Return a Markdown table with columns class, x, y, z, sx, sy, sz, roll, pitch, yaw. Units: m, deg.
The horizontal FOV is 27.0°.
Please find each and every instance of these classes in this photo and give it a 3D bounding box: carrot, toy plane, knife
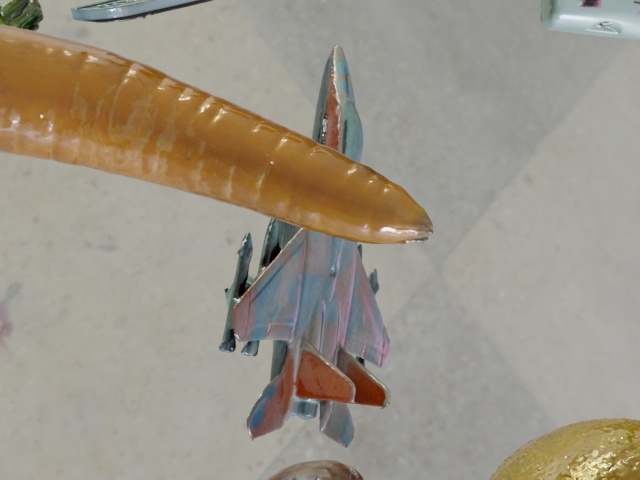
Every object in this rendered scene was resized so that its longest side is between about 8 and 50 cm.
| class | x | y | z | sx | sy | sz | roll | pitch | yaw |
| --- | --- | --- | --- | --- | --- | --- | --- | --- | --- |
| carrot | -0.082 | -0.051 | 0.584 | 0.271 | 0.066 | 0.062 | 14 | 82 | -2 |
| toy plane | -0.006 | 0.001 | 1.085 | 0.223 | 0.104 | 0.326 | 17 | 67 | -54 |
| knife | -0.073 | -0.180 | 0.944 | 0.210 | 0.015 | 0.028 | -19 | 40 | -23 |

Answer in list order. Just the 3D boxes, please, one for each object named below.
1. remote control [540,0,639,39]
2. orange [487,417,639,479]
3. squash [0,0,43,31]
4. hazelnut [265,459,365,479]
| class | x | y | z | sx | sy | sz | roll | pitch | yaw |
| --- | --- | --- | --- | --- | --- | --- | --- | --- | --- |
| remote control | 0.145 | -0.187 | 0.667 | 0.065 | 0.029 | 0.166 | 5 | 86 | -12 |
| orange | 0.253 | 0.289 | 1.159 | 0.274 | 0.274 | 0.274 | 23 | 53 | -33 |
| squash | -0.373 | -0.109 | 1.208 | 0.071 | 0.318 | 0.080 | 47 | 14 | 23 |
| hazelnut | -0.008 | 0.283 | 1.275 | 0.143 | 0.143 | 0.154 | 54 | 25 | -5 |
